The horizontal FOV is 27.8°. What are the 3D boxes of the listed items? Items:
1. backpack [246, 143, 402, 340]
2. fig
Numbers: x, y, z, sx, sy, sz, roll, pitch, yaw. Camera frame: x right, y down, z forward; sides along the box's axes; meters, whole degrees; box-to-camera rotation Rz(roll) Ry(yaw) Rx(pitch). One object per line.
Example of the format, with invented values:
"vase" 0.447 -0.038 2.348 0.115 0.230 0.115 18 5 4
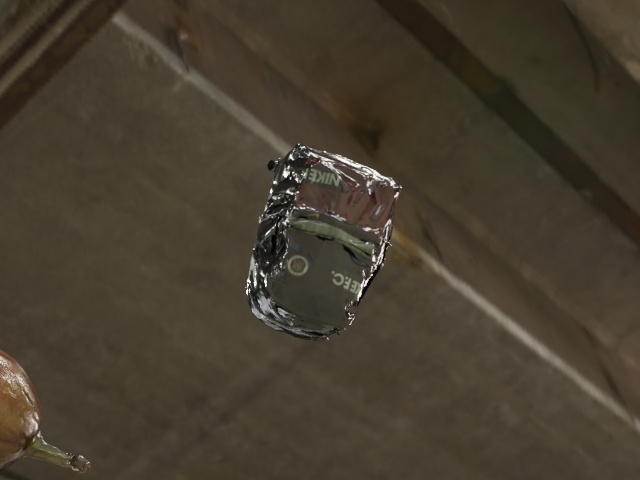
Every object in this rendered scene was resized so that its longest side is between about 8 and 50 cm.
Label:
"backpack" 0.003 0.003 1.136 0.120 0.165 0.106 15 -22 -13
"fig" -0.379 0.192 1.456 0.202 0.149 0.148 18 -31 -37
